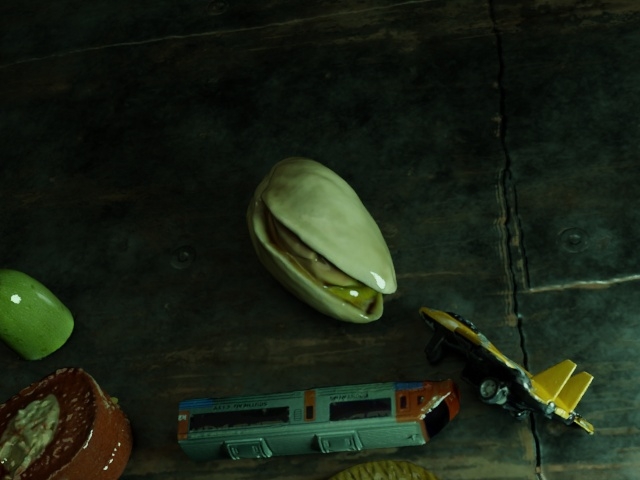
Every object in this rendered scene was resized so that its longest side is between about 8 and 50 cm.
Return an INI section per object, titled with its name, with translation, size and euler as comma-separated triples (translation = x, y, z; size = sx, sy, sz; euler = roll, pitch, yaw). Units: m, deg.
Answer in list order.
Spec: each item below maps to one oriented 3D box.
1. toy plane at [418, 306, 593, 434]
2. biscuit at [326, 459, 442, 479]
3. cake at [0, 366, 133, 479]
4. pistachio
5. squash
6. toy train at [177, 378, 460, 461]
[toy plane]
translation = 0.235, 0.178, 1.445
size = 0.316, 0.204, 0.103
euler = 22, 82, 48
[biscuit]
translation = 0.084, 0.423, 1.351
size = 0.262, 0.037, 0.261
euler = -6, 54, 9
[cake]
translation = -0.415, 0.326, 1.477
size = 0.283, 0.151, 0.177
euler = -31, 56, -7
[pistachio]
translation = 0.000, 0.000, 1.593
size = 0.318, 0.214, 0.193
euler = 49, 121, 26
[squash]
translation = -0.499, 0.109, 1.638
size = 0.123, 0.186, 0.123
euler = -10, 56, 15
[toy train]
translation = -0.001, 0.264, 1.456
size = 0.410, 0.086, 0.089
euler = -6, 55, 10
